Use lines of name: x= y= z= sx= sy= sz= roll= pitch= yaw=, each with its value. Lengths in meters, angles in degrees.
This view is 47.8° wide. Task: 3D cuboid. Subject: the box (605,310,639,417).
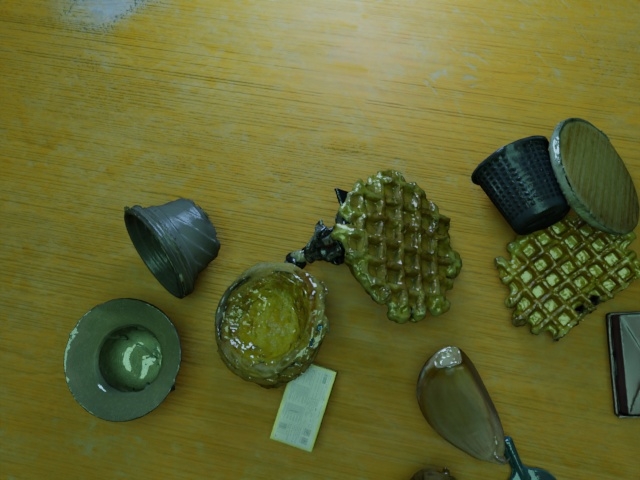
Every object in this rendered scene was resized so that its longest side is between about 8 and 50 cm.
box: x=0.700 y=0.248 z=1.454 sx=0.215 sy=0.086 sz=0.215 roll=-3 pitch=81 yaw=7

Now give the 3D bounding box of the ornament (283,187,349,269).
ornament: x=0.000 y=0.000 z=1.559 sx=0.196 sy=0.166 sz=0.153 roll=-24 pitch=78 yaw=18

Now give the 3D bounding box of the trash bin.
trash bin: x=0.421 y=-0.102 z=1.484 sx=0.175 sy=0.175 sz=0.161 roll=-23 pitch=68 yaw=3

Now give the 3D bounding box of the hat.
hat: x=-0.405 y=0.254 z=1.558 sx=0.257 sy=0.130 sz=0.257 roll=-1 pitch=82 yaw=7

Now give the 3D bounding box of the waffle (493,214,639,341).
waffle: x=0.519 y=0.076 z=1.516 sx=0.310 sy=0.065 sz=0.283 roll=5 pitch=80 yaw=11

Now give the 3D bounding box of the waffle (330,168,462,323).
waffle: x=0.166 y=0.011 z=1.483 sx=0.302 sy=0.068 sz=0.325 roll=-40 pitch=98 yaw=-41

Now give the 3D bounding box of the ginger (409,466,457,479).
ginger: x=0.199 y=0.643 z=1.425 sx=0.274 sy=0.152 sz=0.357 roll=42 pitch=88 yaw=-9

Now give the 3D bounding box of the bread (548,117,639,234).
bread: x=0.558 y=-0.128 z=1.479 sx=0.267 sy=0.040 sz=0.266 roll=18 pitch=59 yaw=-32

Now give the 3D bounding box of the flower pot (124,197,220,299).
flower pot: x=-0.309 y=-0.002 z=1.563 sx=0.141 sy=0.235 sz=0.235 roll=-35 pitch=78 yaw=-22

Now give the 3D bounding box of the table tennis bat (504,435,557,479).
table tennis bat: x=0.420 y=0.496 z=1.475 sx=0.124 sy=0.033 sz=0.201 roll=-26 pitch=81 yaw=0

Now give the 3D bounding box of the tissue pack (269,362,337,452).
tissue pack: x=-0.034 y=0.348 z=1.535 sx=0.095 sy=0.062 sz=0.176 roll=16 pitch=83 yaw=7

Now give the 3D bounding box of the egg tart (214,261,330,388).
egg tart: x=-0.090 y=0.173 z=1.530 sx=0.291 sy=0.107 sz=0.290 roll=-11 pitch=66 yaw=25

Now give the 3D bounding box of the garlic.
garlic: x=0.287 y=0.332 z=1.451 sx=0.145 sy=0.164 sz=0.244 roll=-28 pitch=84 yaw=-16
